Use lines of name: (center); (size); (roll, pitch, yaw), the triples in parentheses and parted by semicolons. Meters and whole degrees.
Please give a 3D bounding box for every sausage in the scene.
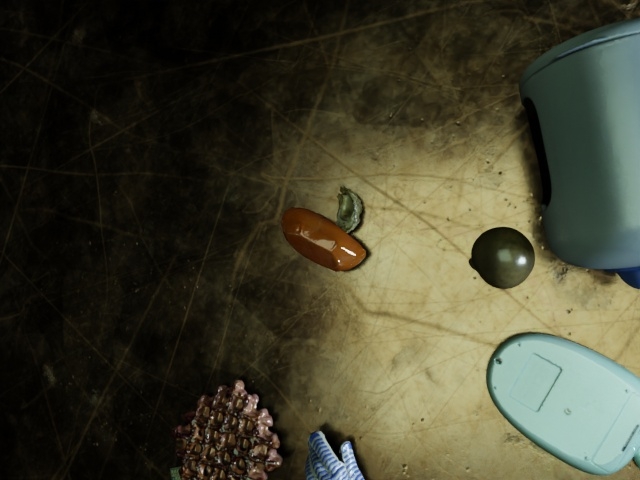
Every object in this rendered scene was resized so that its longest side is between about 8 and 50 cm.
sausage: (0.000, 0.000, 0.920); (0.179, 0.089, 0.089); (31, 96, 15)

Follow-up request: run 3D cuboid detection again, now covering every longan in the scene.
longan: (0.305, 0.032, 0.809); (0.119, 0.106, 0.106); (-36, 70, 54)

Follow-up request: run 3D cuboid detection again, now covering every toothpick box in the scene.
toothpick box: (0.450, -0.107, 0.686); (0.262, 0.263, 0.356); (-8, 84, 19)

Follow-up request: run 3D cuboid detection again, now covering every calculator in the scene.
calculator: (0.418, 0.269, 0.771); (0.295, 0.042, 0.184); (29, 95, 20)

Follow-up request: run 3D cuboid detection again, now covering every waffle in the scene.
waffle: (-0.196, 0.416, 0.964); (0.234, 0.055, 0.221); (-39, 67, 6)

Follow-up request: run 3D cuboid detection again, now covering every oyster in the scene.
oyster: (0.053, -0.058, 0.942); (0.081, 0.038, 0.083); (50, 127, 26)

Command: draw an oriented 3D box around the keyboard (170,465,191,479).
keyboard: (-0.240, 0.496, 1.001); (0.176, 0.014, 0.056); (-17, 77, 17)

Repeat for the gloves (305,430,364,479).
gloves: (0.034, 0.465, 0.872); (0.119, 0.097, 0.229); (-24, 71, -15)
